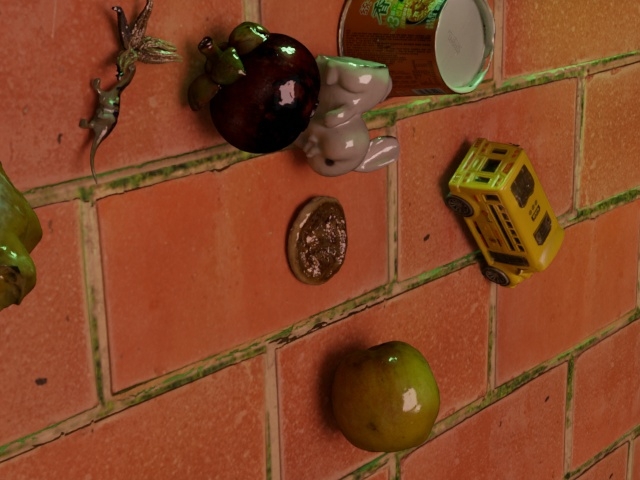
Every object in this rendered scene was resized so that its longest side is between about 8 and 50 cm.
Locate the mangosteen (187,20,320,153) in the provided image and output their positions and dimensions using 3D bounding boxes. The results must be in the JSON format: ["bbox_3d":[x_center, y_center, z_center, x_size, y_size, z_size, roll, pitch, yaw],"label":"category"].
[{"bbox_3d":[-0.097,-0.224,1.671,0.200,0.200,0.199,-16,111,-46],"label":"mangosteen"}]

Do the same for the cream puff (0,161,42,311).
[{"bbox_3d":[-0.481,-0.020,1.245,0.323,0.270,0.274,29,43,-49],"label":"cream puff"}]

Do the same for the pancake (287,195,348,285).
[{"bbox_3d":[0.000,0.000,1.934,0.158,0.028,0.158,-20,116,-47],"label":"pancake"}]

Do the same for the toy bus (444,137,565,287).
[{"bbox_3d":[0.374,-0.042,2.262,0.144,0.152,0.330,-57,136,-24],"label":"toy bus"}]

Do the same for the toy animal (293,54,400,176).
[{"bbox_3d":[0.045,-0.203,1.849,0.178,0.127,0.193,-17,118,-44],"label":"toy animal"}]

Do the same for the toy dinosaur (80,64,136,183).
[{"bbox_3d":[-0.292,-0.168,1.545,0.058,0.037,0.180,32,74,-43],"label":"toy dinosaur"}]

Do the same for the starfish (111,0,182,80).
[{"bbox_3d":[-0.254,-0.261,1.560,0.133,0.041,0.130,54,51,-34],"label":"starfish"}]

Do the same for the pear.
[{"bbox_3d":[0.114,0.270,2.016,0.200,0.200,0.200,-16,111,-46],"label":"pear"}]

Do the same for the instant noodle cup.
[{"bbox_3d":[0.169,-0.337,1.924,0.230,0.182,0.230,-15,110,-46],"label":"instant noodle cup"}]
